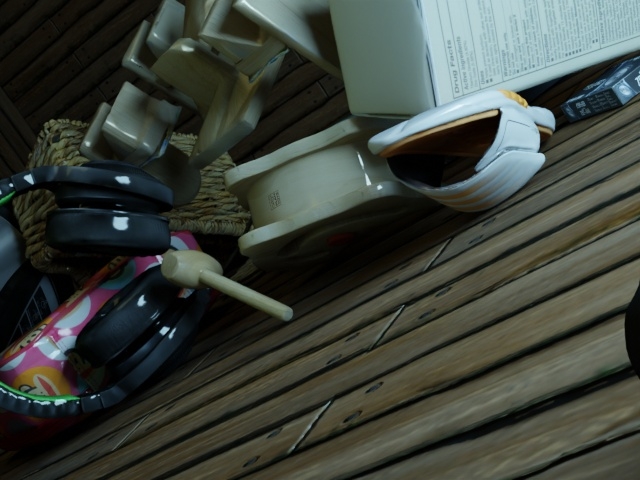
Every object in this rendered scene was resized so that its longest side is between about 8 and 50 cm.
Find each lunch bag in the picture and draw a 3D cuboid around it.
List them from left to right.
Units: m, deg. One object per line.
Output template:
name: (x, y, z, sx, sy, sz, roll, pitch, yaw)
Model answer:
lunch bag: (-0.270, 0.116, 1.380, 0.293, 0.120, 0.258, -41, 9, -36)

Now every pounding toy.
pounding toy: (0.000, 0.000, 1.118, 0.270, 0.154, 0.154, -21, -16, 26)

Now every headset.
headset: (-0.201, 0.034, 1.231, 0.394, 0.243, 0.185, -16, 0, -19)

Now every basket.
basket: (-0.249, -0.013, 1.650, 0.299, 0.223, 0.213, 2, -50, -39)

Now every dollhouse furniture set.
dollhouse furniture set: (-0.016, -0.235, 1.295, 0.362, 0.256, 0.394, -30, 34, 51)

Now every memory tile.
memory tile: (-0.065, 0.022, 1.489, 0.113, 0.012, 0.148, -32, 7, 24)

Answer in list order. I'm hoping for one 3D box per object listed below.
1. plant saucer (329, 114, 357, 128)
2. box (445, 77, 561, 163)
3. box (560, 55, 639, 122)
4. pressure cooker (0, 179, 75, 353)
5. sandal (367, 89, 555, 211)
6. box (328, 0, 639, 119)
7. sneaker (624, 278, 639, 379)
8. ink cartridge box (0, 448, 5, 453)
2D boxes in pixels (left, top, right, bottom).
plant saucer: (0.003, -0.072, 1.354, 0.195, 0.037, 0.195, -60, 9, 16)
box: (0.184, -0.215, 1.370, 0.270, 0.143, 0.165, -37, 9, -8)
box: (0.252, -0.132, 1.022, 0.067, 0.018, 0.083, -37, 8, -18)
pressure cooker: (-0.554, 0.113, 1.690, 0.370, 0.375, 0.420, -35, 7, 27)
sandal: (0.135, -0.064, 0.948, 0.102, 0.076, 0.265, -21, -8, 30)
box: (0.166, -0.212, 1.043, 0.311, 0.148, 0.121, -20, 17, -32)
sneaker: (0.173, -0.001, 0.394, 0.224, 0.083, 0.098, -33, -15, -25)
ink cartridge box: (-0.394, 0.244, 1.475, 0.083, 0.028, 0.048, -31, 8, 26)
